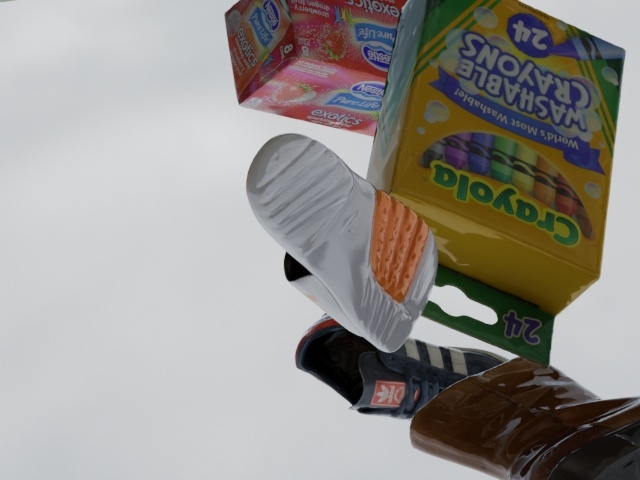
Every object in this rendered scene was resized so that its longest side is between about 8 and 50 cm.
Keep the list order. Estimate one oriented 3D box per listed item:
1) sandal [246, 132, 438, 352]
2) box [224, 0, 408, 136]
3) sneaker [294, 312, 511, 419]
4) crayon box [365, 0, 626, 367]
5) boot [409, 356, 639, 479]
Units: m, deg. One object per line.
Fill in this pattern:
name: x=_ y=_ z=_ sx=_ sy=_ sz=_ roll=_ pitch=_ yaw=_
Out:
sandal: x=0.005 y=-0.009 z=1.348 sx=0.076 sy=0.265 sz=0.102 roll=18 pitch=-108 yaw=38
box: x=0.029 y=-0.213 z=2.061 sx=0.257 sy=0.128 sz=0.122 roll=11 pitch=150 yaw=-38
sneaker: x=0.123 y=0.191 z=2.281 sx=0.350 sy=0.131 sz=0.148 roll=18 pitch=-163 yaw=23
crayon box: x=0.152 y=-0.072 z=1.567 sx=0.083 sy=0.203 sz=0.323 roll=-50 pitch=-158 yaw=52
boot: x=0.246 y=0.147 z=1.494 sx=0.264 sy=0.096 sz=0.280 roll=-31 pitch=-161 yaw=-17
